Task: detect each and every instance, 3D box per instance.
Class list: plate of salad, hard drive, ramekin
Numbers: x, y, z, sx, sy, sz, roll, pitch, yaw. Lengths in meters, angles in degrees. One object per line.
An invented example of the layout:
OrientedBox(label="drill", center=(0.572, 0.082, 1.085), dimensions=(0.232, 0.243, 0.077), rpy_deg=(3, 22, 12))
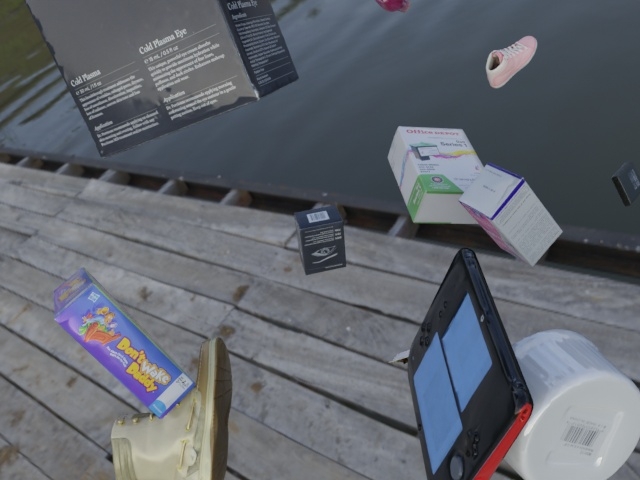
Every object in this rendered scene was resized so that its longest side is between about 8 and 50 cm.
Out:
OrientedBox(label="plate of salad", center=(0.279, 0.305, 1.545), dimensions=(0.199, 0.200, 0.048), rpy_deg=(-20, 77, 8))
OrientedBox(label="hard drive", center=(0.886, -0.165, 1.658), dimensions=(0.135, 0.094, 0.022), rpy_deg=(-32, 6, -41))
OrientedBox(label="ramekin", center=(0.430, 0.311, 1.027), dimensions=(0.277, 0.277, 0.135), rpy_deg=(-30, 23, -4))

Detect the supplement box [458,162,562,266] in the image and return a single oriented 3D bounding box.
OrientedBox(label="supplement box", center=(0.427, -0.055, 1.288), dimensions=(0.114, 0.220, 0.111), rpy_deg=(-51, 36, 3))

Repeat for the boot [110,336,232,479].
OrientedBox(label="boot", center=(-0.266, 0.305, 1.035), dimensions=(0.203, 0.095, 0.262), rpy_deg=(-2, 78, 12))

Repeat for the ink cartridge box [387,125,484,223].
OrientedBox(label="ink cartridge box", center=(0.317, -0.179, 1.539), dimensions=(0.201, 0.117, 0.278), rpy_deg=(0, 45, -13))

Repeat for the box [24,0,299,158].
OrientedBox(label="box", center=(-0.262, -0.348, 0.957), dimensions=(0.343, 0.313, 0.179), rpy_deg=(-12, 20, 26))

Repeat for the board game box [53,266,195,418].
OrientedBox(label="board game box", center=(-0.370, 0.170, 1.047), dimensions=(0.078, 0.233, 0.347), rpy_deg=(-45, 19, -17))

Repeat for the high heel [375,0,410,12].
OrientedBox(label="high heel", center=(0.137, -0.706, 1.564), dimensions=(0.082, 0.117, 0.244), rpy_deg=(-45, 72, 32))

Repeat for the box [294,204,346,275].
OrientedBox(label="box", center=(0.000, 0.000, 1.989), dimensions=(0.153, 0.207, 0.108), rpy_deg=(-11, 38, -9))

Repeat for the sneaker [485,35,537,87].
OrientedBox(label="sneaker", center=(0.413, -0.401, 1.252), dimensions=(0.134, 0.070, 0.051), rpy_deg=(-48, 51, 7))

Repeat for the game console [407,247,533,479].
OrientedBox(label="game console", center=(0.249, 0.253, 1.059), dimensions=(0.060, 0.342, 0.387), rpy_deg=(6, 37, -7))
